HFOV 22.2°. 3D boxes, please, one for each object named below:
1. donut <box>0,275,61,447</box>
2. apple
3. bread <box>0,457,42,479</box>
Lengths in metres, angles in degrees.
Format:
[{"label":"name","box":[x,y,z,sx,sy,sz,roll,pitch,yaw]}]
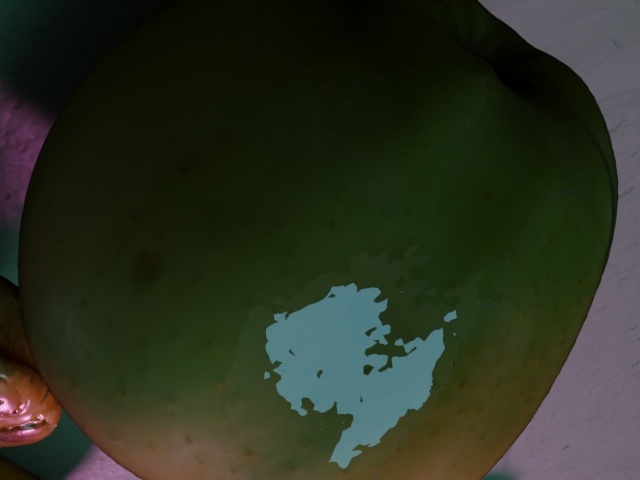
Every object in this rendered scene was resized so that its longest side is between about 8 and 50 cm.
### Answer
[{"label":"donut","box":[-0.317,0.095,1.333,0.226,0.114,0.226,8,153,4]},{"label":"apple","box":[0.000,0.000,1.272,0.473,0.474,0.474,-21,144,-16]},{"label":"bread","box":[-0.302,0.374,1.573,0.215,0.398,0.398,-46,145,-1]}]
